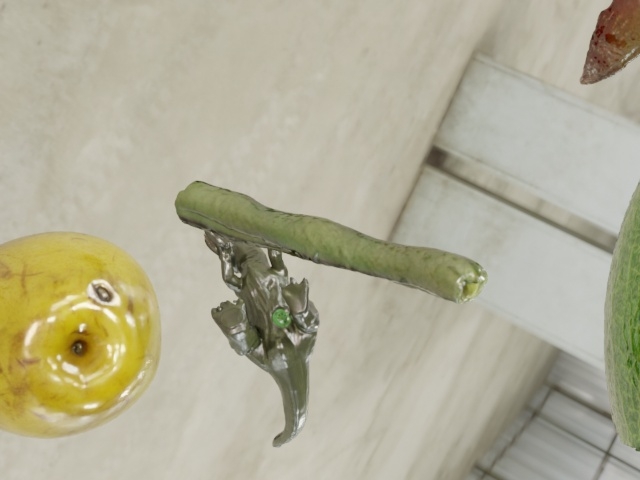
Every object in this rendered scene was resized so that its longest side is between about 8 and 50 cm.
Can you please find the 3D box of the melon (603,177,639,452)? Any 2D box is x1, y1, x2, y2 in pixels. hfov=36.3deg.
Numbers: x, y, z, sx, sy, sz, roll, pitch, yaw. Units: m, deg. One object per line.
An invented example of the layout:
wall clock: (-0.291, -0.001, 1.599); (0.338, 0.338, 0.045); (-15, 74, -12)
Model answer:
melon: (0.308, 0.011, 0.824); (0.196, 0.124, 0.324); (9, 86, -81)

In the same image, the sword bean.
sword bean: (0.001, 0.000, 0.705); (0.043, 0.269, 0.038); (26, 82, -53)

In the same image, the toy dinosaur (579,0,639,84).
toy dinosaur: (0.444, -0.347, 1.191); (0.113, 0.206, 0.328); (31, 73, -61)

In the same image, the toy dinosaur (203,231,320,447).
toy dinosaur: (-0.038, 0.072, 0.867); (0.087, 0.187, 0.179); (-17, 150, 3)

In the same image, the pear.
pear: (-0.330, 0.116, 1.215); (0.281, 0.280, 0.281); (-52, 159, -30)
